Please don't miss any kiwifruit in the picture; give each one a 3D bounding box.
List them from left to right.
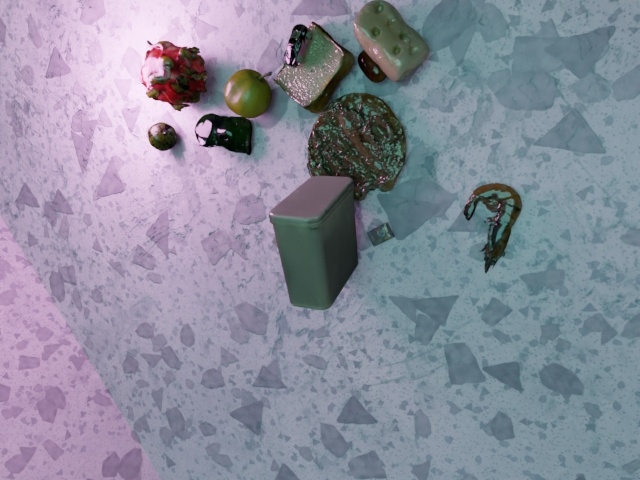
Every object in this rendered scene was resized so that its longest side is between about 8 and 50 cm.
[{"bbox_3d":[0.177,-0.590,1.465,0.075,0.075,0.124,-42,78,25],"label":"kiwifruit"}]

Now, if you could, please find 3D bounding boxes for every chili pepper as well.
[{"bbox_3d":[-0.402,-0.437,1.729,0.265,0.116,0.148,17,104,20],"label":"chili pepper"}]

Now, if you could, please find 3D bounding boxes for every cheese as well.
[{"bbox_3d":[0.221,-0.651,1.392,0.159,0.093,0.263,-40,84,-8],"label":"cheese"}]

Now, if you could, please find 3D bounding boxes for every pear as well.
[{"bbox_3d":[-0.258,-0.562,1.608,0.216,0.166,0.180,-42,67,39],"label":"pear"}]

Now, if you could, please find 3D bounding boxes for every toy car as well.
[{"bbox_3d":[-0.085,-0.672,1.494,0.069,0.055,0.142,31,107,31],"label":"toy car"}]

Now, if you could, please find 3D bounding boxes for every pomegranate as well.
[{"bbox_3d":[-0.688,-0.446,1.865,0.162,0.122,0.122,13,107,49],"label":"pomegranate"}]

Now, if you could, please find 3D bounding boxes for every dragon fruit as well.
[{"bbox_3d":[-0.583,-0.649,1.713,0.303,0.237,0.230,-11,75,36],"label":"dragon fruit"}]

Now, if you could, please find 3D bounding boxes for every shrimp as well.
[{"bbox_3d":[0.543,-0.044,1.423,0.169,0.058,0.295,21,104,27],"label":"shrimp"}]

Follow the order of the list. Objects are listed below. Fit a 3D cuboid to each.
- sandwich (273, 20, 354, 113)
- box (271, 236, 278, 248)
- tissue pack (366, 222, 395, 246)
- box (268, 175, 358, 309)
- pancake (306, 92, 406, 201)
[{"bbox_3d":[-0.019,-0.607,1.538,0.226,0.087,0.251,48,115,22],"label":"sandwich"},{"bbox_3d":[-0.115,0.026,1.742,0.167,0.024,0.090,42,114,11],"label":"box"},{"bbox_3d":[0.219,-0.021,1.578,0.083,0.035,0.063,-30,87,25],"label":"tissue pack"},{"bbox_3d":[0.000,0.000,1.468,0.178,0.352,0.343,4,119,23],"label":"box"},{"bbox_3d":[0.122,-0.317,1.544,0.383,0.071,0.381,5,104,20],"label":"pancake"}]
